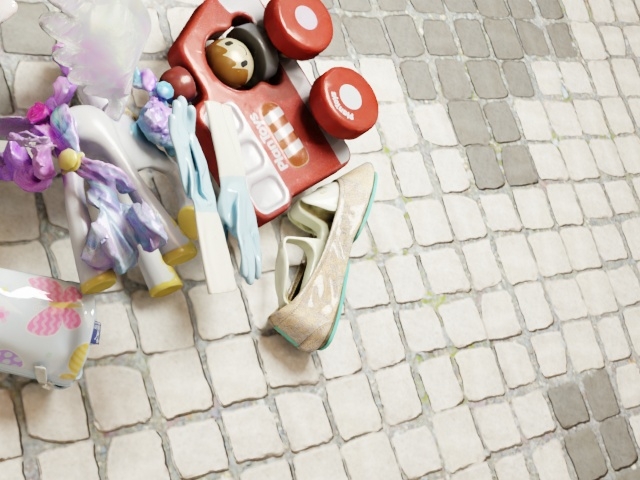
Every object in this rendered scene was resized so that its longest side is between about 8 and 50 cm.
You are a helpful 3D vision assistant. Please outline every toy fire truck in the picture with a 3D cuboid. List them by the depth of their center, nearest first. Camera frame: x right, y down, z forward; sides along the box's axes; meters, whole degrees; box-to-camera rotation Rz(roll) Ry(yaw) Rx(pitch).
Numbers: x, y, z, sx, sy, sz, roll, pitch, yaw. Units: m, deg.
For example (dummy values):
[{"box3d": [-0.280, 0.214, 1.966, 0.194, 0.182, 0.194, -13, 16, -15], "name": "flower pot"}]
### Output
[{"box3d": [-0.086, -0.192, 1.370, 0.254, 0.169, 0.302, -34, 94, -43], "name": "toy fire truck"}]

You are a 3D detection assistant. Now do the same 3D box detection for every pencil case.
[{"box3d": [-0.382, 0.085, 1.089, 0.273, 0.113, 0.124, 14, 83, -30], "name": "pencil case"}]

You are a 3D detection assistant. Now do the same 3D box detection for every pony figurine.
[{"box3d": [-0.273, -0.121, 1.173, 0.364, 0.302, 0.351, 66, 12, 10], "name": "pony figurine"}]

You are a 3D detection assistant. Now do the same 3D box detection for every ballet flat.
[{"box3d": [0.000, 0.000, 1.404, 0.106, 0.107, 0.316, 26, 55, -15], "name": "ballet flat"}]

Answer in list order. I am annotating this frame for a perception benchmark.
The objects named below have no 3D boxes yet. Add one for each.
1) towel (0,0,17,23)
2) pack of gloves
[{"box3d": [-0.526, -0.312, 1.080, 0.332, 0.053, 0.317, -40, 126, -30], "name": "towel"}, {"box3d": [-0.134, -0.051, 1.195, 0.195, 0.046, 0.232, -5, 82, -73], "name": "pack of gloves"}]
